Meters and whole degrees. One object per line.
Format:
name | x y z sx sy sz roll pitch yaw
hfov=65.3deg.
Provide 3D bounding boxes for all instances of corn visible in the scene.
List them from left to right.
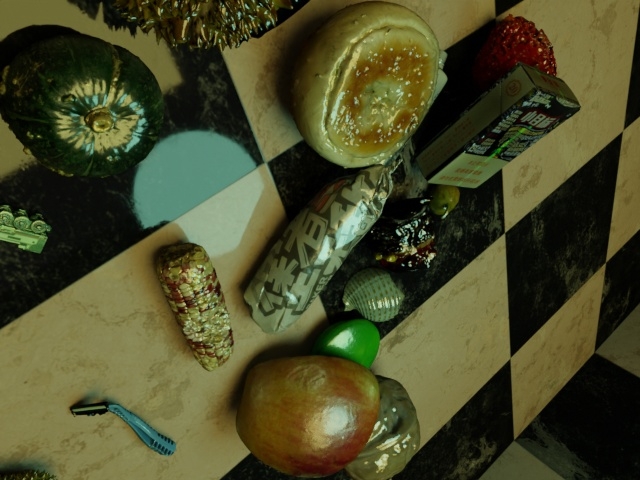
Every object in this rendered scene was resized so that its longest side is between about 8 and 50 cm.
corn | -0.220 0.132 0.917 0.098 0.098 0.290 -28 129 -26

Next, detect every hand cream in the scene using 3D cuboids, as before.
hand cream | 0.170 -0.245 1.055 0.341 0.077 0.124 -61 169 6

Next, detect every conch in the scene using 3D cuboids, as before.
conch | 0.139 0.135 1.221 0.153 0.102 0.135 -5 98 -40

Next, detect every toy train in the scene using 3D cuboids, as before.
toy train | -0.429 -0.017 0.705 0.083 0.033 0.053 20 103 -44

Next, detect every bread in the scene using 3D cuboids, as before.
bread | 0.074 -0.275 0.891 0.305 0.159 0.306 -25 134 -29

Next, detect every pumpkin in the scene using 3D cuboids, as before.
pumpkin | -0.302 -0.171 0.647 0.190 0.146 0.190 -7 120 -12

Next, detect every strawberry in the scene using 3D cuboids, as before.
strawberry | 0.434 -0.407 1.133 0.184 0.186 0.202 7 80 -80

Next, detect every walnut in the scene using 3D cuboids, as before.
walnut | 0.130 0.489 1.311 0.273 0.227 0.273 -20 122 -35

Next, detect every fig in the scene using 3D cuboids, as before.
fig | 0.308 -0.100 1.232 0.084 0.098 0.082 -41 118 11

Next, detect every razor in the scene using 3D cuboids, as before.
razor | -0.359 0.360 0.963 0.082 0.042 0.253 -14 135 17

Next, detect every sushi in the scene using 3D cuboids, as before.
sushi | 0.190 -0.006 1.147 0.172 0.153 0.150 -28 110 -51

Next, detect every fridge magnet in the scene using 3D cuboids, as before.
fridge magnet | 0.057 0.279 1.227 0.208 0.088 0.208 -19 127 -27

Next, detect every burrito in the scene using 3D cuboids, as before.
burrito | 0.000 0.000 0.989 0.139 0.101 0.445 33 103 -24

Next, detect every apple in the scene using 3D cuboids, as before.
apple | -0.008 0.376 1.115 0.346 0.179 0.254 7 94 -18

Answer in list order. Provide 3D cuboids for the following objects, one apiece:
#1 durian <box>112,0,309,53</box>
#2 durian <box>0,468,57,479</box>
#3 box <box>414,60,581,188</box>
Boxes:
durian | -0.108 -0.412 0.566 0.347 0.347 0.384 14 92 -43
durian | -0.513 0.485 0.834 0.237 0.138 0.193 12 104 -44
box | 0.388 -0.241 1.118 0.198 0.084 0.310 1 150 -40
